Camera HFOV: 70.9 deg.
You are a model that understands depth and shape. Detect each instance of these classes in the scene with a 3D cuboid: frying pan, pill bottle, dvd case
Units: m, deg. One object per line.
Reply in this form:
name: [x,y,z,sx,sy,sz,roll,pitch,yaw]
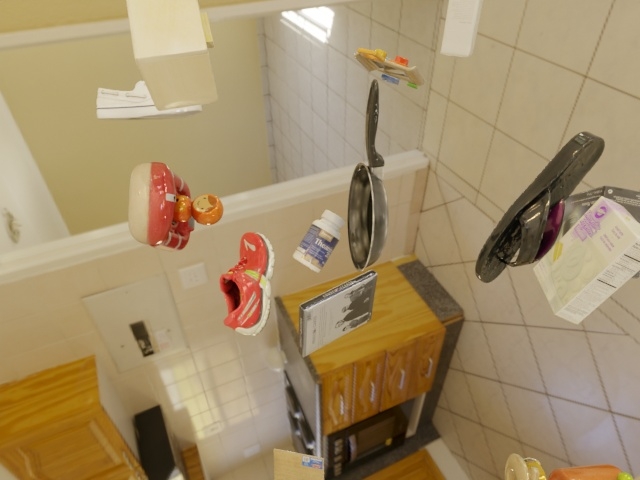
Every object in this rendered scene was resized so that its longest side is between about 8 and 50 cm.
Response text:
frying pan: [0.083,-0.105,0.803,0.197,0.053,0.326,-123,34,-74]
pill bottle: [0.000,0.000,0.924,0.067,0.120,0.067,31,177,2]
dvd case: [0.046,0.192,1.188,0.029,0.238,0.179,41,141,39]

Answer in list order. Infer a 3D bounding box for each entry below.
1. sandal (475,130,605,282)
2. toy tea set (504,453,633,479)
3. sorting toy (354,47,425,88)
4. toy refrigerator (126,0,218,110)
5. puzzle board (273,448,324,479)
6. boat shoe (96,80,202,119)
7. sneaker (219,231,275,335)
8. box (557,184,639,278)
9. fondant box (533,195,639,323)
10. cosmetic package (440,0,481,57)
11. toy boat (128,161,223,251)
sandal: [0.541,-0.052,1.106,0.107,0.167,0.446,51,122,38]
toy tea set: [0.394,0.452,0.719,0.336,0.124,0.200,102,172,-72]
sorting toy: [0.220,-0.540,1.384,0.196,0.347,0.047,23,103,19]
toy refrigerator: [-0.205,-0.323,0.610,0.102,0.094,0.270,102,155,-69]
puzzle board: [-0.053,0.562,1.105,0.011,0.128,0.096,-46,-42,-69]
boat shoe: [-0.399,-0.323,1.031,0.095,0.258,0.084,-56,-35,-77]
sneaker: [-0.182,0.086,1.078,0.107,0.118,0.279,-38,43,37]
box: [1.025,-0.025,1.651,0.296,0.182,0.294,28,-106,-84]
fondant box: [0.837,0.062,1.398,0.238,0.096,0.330,-81,17,-55]
cosmetic package: [0.388,-0.623,1.210,0.085,0.117,0.231,15,119,17]
toy boat: [-0.257,-0.059,0.838,0.231,0.151,0.151,94,176,-84]
